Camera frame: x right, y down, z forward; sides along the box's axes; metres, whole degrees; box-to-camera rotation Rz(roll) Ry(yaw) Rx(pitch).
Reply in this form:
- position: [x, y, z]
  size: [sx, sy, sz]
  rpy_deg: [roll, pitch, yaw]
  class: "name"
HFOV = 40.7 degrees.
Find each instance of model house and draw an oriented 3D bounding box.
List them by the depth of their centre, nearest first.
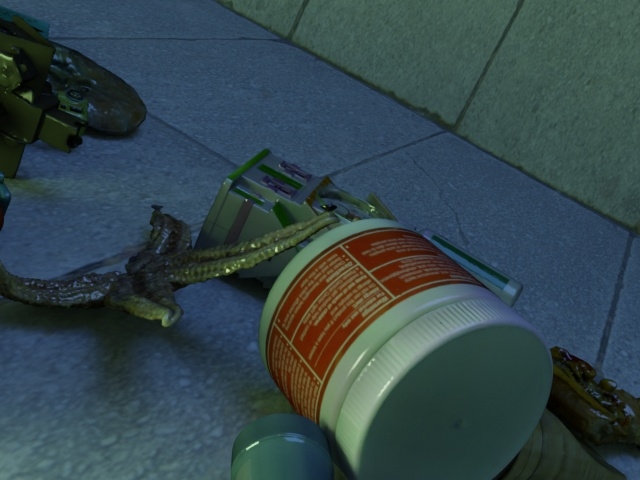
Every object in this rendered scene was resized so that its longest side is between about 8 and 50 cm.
- position: [-0.447, -0.185, 1.172]
  size: [0.243, 0.211, 0.204]
  rpy_deg: [25, 23, -3]
  class: "model house"

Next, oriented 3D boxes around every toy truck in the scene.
- position: [-0.459, -0.203, 1.385]
  size: [0.169, 0.077, 0.100]
  rpy_deg: [15, 33, -29]
  class: "toy truck"

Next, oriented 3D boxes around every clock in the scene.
- position: [0.000, 0.000, 1.311]
  size: [0.310, 0.166, 0.235]
  rpy_deg: [29, 21, 2]
  class: "clock"

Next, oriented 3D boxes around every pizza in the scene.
- position: [0.420, 0.249, 1.294]
  size: [0.288, 0.074, 0.251]
  rpy_deg: [28, 12, 1]
  class: "pizza"

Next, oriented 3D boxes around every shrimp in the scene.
- position: [-0.511, -0.288, 1.509]
  size: [0.446, 0.110, 0.221]
  rpy_deg: [16, 31, -33]
  class: "shrimp"

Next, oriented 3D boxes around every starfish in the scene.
- position: [-0.202, 0.012, 1.014]
  size: [0.384, 0.132, 0.398]
  rpy_deg: [-4, 4, 39]
  class: "starfish"

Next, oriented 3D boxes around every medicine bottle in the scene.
- position: [0.086, 0.133, 0.964]
  size: [0.253, 0.252, 0.241]
  rpy_deg: [10, 22, -35]
  class: "medicine bottle"
- position: [0.232, 0.052, 1.556]
  size: [0.260, 0.095, 0.095]
  rpy_deg: [33, 22, 13]
  class: "medicine bottle"

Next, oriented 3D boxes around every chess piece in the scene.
- position: [0.283, 0.270, 1.108]
  size: [0.301, 0.137, 0.137]
  rpy_deg: [25, 17, -40]
  class: "chess piece"

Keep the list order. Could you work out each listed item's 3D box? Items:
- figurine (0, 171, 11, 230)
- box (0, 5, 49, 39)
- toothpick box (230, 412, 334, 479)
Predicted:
- position: [-0.425, -0.041, 1.069]
  size: [0.075, 0.068, 0.140]
  rpy_deg: [16, 29, -32]
  class: "figurine"
- position: [-0.630, -0.419, 1.731]
  size: [0.162, 0.041, 0.229]
  rpy_deg: [17, 23, -23]
  class: "box"
- position: [-0.034, 0.246, 0.797]
  size: [0.101, 0.101, 0.153]
  rpy_deg: [21, 23, -14]
  class: "toothpick box"
